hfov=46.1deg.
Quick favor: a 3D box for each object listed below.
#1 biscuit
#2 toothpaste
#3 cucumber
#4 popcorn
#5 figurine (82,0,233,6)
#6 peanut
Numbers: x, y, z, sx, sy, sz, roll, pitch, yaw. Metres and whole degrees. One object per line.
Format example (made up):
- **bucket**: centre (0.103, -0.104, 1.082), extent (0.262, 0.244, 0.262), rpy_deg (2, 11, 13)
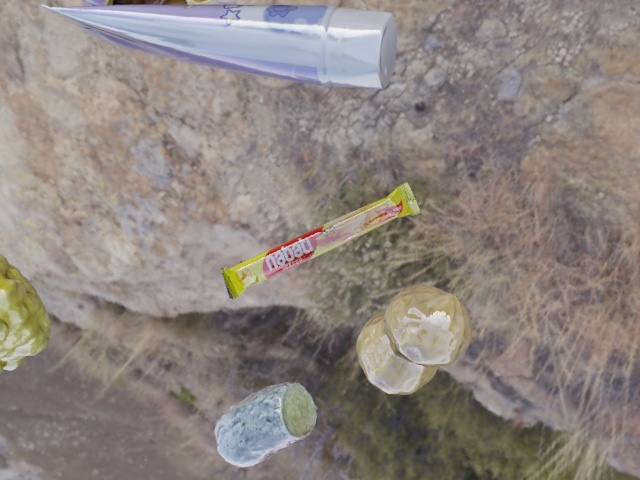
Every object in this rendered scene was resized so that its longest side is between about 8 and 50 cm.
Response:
- **biscuit**: centre (0.000, 0.000, 1.032), extent (0.048, 0.291, 0.026), rpy_deg (66, 172, -12)
- **toothpaste**: centre (-0.108, -0.212, 0.796), extent (0.371, 0.080, 0.125), rpy_deg (8, 179, 18)
- **cucumber**: centre (-0.051, 0.172, 0.711), extent (0.064, 0.064, 0.112), rpy_deg (43, 131, -8)
- **popcorn**: centre (-0.456, 0.115, 0.937), extent (0.286, 0.225, 0.174), rpy_deg (-49, 65, 38)
- **figurine**: centre (-0.175, -0.338, 0.883), extent (0.142, 0.263, 0.189), rpy_deg (57, 150, 23)
- **peanut**: centre (0.085, 0.095, 0.706), extent (0.089, 0.089, 0.193), rpy_deg (35, 153, 5)
